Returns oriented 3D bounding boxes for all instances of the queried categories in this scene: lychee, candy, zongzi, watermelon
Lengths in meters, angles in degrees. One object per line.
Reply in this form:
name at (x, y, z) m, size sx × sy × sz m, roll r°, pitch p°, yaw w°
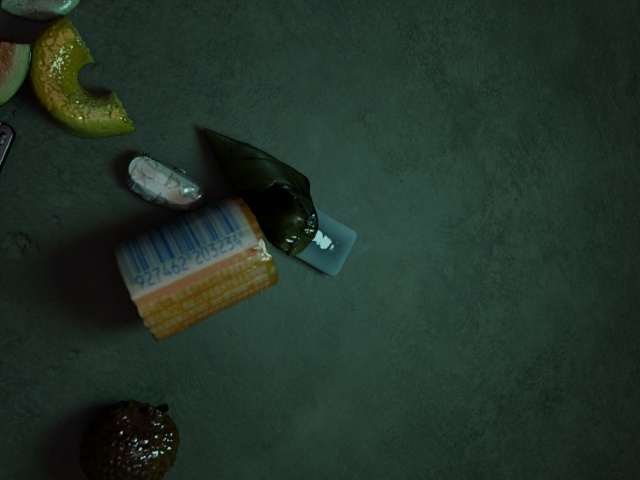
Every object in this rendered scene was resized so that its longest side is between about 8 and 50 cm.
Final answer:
lychee at (-0.409, 0.441, 1.048) m, size 0.200 × 0.200 × 0.238 m, roll 36°, pitch 96°, yaw -23°
candy at (0.000, 0.000, 1.237) m, size 0.174 × 0.071 × 0.138 m, roll 31°, pitch 83°, yaw -25°
zongzi at (-0.144, -0.123, 1.054) m, size 0.300 × 0.286 × 0.138 m, roll 38°, pitch 106°, yaw -23°
watermelon at (-0.598, -0.320, 0.881) m, size 0.145 × 0.137 × 0.192 m, roll -3°, pitch 71°, yaw -19°

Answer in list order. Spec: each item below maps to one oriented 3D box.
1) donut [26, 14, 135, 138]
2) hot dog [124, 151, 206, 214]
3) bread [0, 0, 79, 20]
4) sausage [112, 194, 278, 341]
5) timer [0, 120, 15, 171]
donut at (-0.507, -0.306, 0.968) m, size 0.152 × 0.101 × 0.259 m, roll -32°, pitch 112°, yaw -11°
hot dog at (-0.345, -0.124, 1.081) m, size 0.192 × 0.053 × 0.099 m, roll 27°, pitch 86°, yaw -27°
bread at (-0.536, -0.516, 0.956) m, size 0.112 × 0.036 × 0.192 m, roll 28°, pitch 85°, yaw -25°
sausage at (-0.266, 0.054, 1.038) m, size 0.287 × 0.233 × 0.233 m, roll -27°, pitch 106°, yaw -18°
timer at (-0.704, -0.188, 0.914) m, size 0.187 × 0.055 × 0.144 m, roll 22°, pitch 85°, yaw -20°
